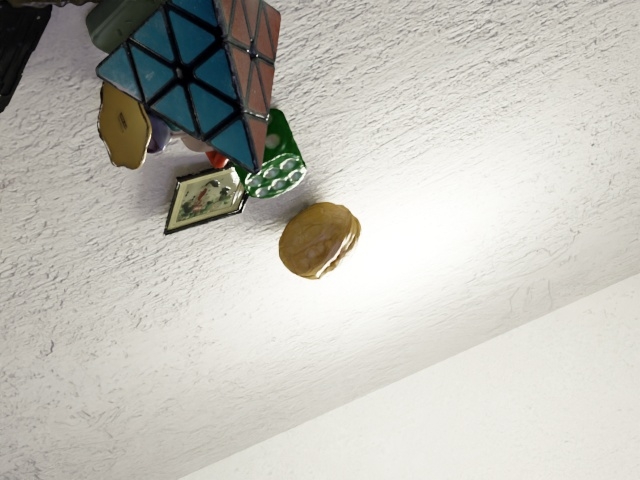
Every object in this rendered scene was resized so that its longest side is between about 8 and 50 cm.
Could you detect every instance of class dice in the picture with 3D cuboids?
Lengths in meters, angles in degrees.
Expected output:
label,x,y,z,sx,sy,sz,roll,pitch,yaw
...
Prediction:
label,x,y,z,sx,sy,sz,roll,pitch,yaw
dice,-0.104,-0.162,1.991,0.128,0.120,0.131,-24,151,-1

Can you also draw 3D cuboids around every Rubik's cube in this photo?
label,x,y,z,sx,sy,sz,roll,pitch,yaw
Rubik's cube,-0.160,-0.268,1.551,0.228,0.233,0.228,26,98,-31

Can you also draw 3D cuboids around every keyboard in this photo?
label,x,y,z,sx,sy,sz,roll,pitch,yaw
keyboard,-0.483,-0.269,1.583,0.106,0.016,0.262,-12,155,-42

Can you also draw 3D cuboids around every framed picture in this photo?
label,x,y,z,sx,sy,sz,roll,pitch,yaw
framed picture,-0.217,-0.090,2.118,0.199,0.010,0.195,-18,154,-30

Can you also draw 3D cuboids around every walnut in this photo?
label,x,y,z,sx,sy,sz,roll,pitch,yaw
walnut,0.000,0.000,2.322,0.159,0.159,0.207,9,138,-47

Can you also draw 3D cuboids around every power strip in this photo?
label,x,y,z,sx,sy,sz,roll,pitch,yaw
power strip,-0.210,-0.367,1.619,0.265,0.059,0.194,-39,149,23

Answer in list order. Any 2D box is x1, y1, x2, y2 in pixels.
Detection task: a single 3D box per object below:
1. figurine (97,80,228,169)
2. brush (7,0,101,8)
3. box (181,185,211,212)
label,x,y,z,sx,sy,sz,roll,pitch,yaw
figurine,-0.218,-0.209,1.773,0.257,0.181,0.208,-10,121,-39
brush,-0.451,-0.352,1.443,0.301,0.084,0.071,-8,148,-15
box,-0.258,-0.085,2.113,0.046,0.012,0.083,0,143,-42
